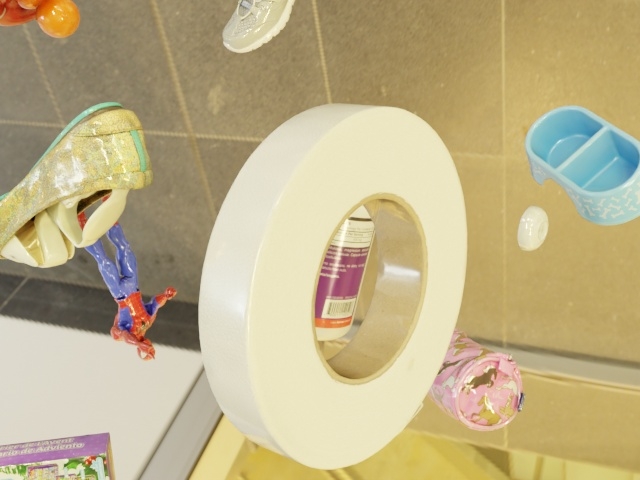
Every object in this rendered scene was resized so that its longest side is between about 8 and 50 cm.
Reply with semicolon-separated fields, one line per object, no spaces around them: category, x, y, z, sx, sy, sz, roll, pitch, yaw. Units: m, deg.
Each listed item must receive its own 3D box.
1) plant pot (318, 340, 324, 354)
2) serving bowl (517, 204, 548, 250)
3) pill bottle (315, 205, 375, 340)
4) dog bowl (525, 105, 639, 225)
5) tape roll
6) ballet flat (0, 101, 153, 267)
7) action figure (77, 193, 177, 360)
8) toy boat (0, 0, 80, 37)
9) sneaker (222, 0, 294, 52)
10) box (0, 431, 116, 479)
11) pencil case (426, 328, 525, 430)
plant pot;-0.056;0.283;1.917;0.109;0.237;0.237;14;135;-2
serving bowl;0.383;-0.020;1.452;0.027;0.083;0.083;16;138;41
pill bottle;0.000;0.000;1.435;0.181;0.181;0.323;16;103;12
dog bowl;0.494;-0.150;1.512;0.166;0.297;0.074;-42;130;4
tape roll;0.034;0.049;0.882;0.072;0.392;0.392;12;135;38
ballet flat;-0.311;-0.033;0.956;0.348;0.123;0.123;-30;112;38
action figure;-0.278;0.066;1.223;0.139;0.091;0.280;11;121;42
toy boat;-0.404;-0.348;1.147;0.151;0.151;0.231;44;177;-16
sneaker;-0.096;-0.463;1.440;0.105;0.281;0.115;33;178;40
box;-0.337;0.382;0.971;0.201;0.057;0.293;-5;105;-9
pencil case;0.310;0.292;1.804;0.167;0.386;0.160;-8;95;-9
